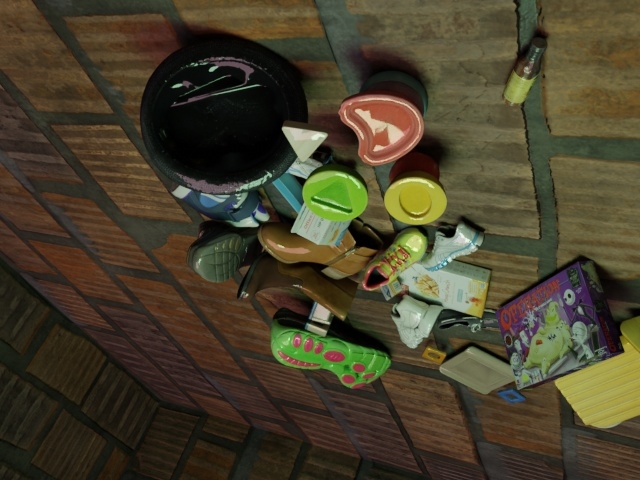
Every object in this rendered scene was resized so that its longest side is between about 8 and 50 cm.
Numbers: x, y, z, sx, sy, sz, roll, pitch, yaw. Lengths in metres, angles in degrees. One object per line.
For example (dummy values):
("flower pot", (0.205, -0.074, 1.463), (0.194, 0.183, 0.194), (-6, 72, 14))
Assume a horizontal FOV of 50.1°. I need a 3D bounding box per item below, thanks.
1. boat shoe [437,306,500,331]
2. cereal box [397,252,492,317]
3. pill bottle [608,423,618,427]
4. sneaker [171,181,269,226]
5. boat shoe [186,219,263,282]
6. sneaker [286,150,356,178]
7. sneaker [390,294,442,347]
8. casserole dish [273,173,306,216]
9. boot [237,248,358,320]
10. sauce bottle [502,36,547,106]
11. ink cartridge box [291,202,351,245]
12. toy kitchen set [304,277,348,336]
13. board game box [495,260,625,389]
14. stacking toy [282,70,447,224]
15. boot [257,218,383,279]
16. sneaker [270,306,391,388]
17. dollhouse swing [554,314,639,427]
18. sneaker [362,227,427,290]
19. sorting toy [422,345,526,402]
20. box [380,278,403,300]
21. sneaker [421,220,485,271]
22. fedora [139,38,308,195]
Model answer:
("boat shoe", (0.409, 0.221, 1.823), (0.206, 0.065, 0.075), (5, 145, 30))
("cereal box", (0.302, 0.105, 1.730), (0.240, 0.047, 0.173), (15, 149, 17))
("pill bottle", (0.712, 0.383, 1.793), (0.131, 0.131, 0.229), (-4, 140, 40))
("sneaker", (-0.193, -0.135, 1.652), (0.236, 0.130, 0.322), (29, 147, -28))
("boat shoe", (-0.263, 0.019, 1.771), (0.130, 0.132, 0.355), (21, -169, 15))
("sneaker", (-0.027, -0.174, 1.508), (0.237, 0.085, 0.086), (28, 124, 2))
("sneaker", (0.248, 0.215, 1.874), (0.118, 0.110, 0.292), (28, 161, 8))
("casserole dish", (-0.071, -0.123, 1.586), (0.188, 0.037, 0.114), (49, 171, -5))
("boot", (-0.057, 0.132, 1.803), (0.280, 0.264, 0.096), (34, 125, 1))
("sauce bottle", (0.332, -0.271, 1.108), (0.042, 0.042, 0.128), (21, 152, 5))
("ink cartridge box", (0.011, -0.047, 1.552), (0.061, 0.104, 0.181), (29, -171, 19))
("toy kitchen set", (0.000, 0.154, 2.022), (0.122, 0.166, 0.207), (22, 114, 3))
("board game box", (0.534, 0.205, 1.576), (0.056, 0.208, 0.347), (1, 156, -18))
("stacking toy", (0.092, -0.178, 1.330), (0.279, 0.130, 0.309), (-5, 132, 17))
("boot", (0.000, 0.000, 1.720), (0.283, 0.109, 0.220), (31, 149, -13))
("sneaker", (0.044, 0.326, 2.183), (0.482, 0.202, 0.185), (29, 118, -36))
("dollhouse swing", (0.765, 0.379, 1.548), (0.305, 0.315, 0.347), (-37, 125, 7))
("sneaker", (0.175, 0.054, 1.636), (0.081, 0.094, 0.208), (44, 119, 3))
("sorting toy", (0.476, 0.380, 2.053), (0.347, 0.047, 0.196), (27, 146, -5))
("box", (0.174, 0.110, 1.787), (0.081, 0.028, 0.136), (62, 172, 8))
("sneaker", (0.286, 0.005, 1.575), (0.083, 0.071, 0.190), (39, 140, -12))
("fedora", (-0.186, -0.244, 1.386), (0.334, 0.334, 0.152), (24, -174, 1))
